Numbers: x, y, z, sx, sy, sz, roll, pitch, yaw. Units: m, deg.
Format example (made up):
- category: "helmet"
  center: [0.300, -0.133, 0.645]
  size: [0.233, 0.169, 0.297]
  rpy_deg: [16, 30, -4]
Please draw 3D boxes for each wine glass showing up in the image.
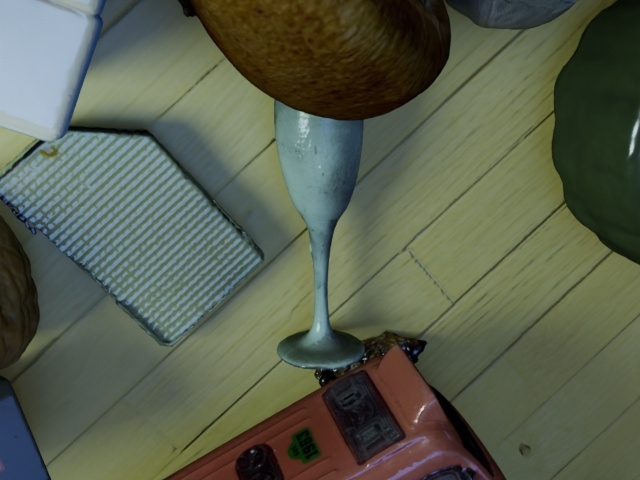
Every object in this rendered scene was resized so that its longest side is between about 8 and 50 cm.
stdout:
- category: "wine glass"
  center: [0.000, 0.000, 0.903]
  size: [0.096, 0.264, 0.310]
  rpy_deg: [0, 108, 0]

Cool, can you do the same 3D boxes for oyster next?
- category: "oyster"
  center: [0.055, 0.145, 1.091]
  size: [0.086, 0.029, 0.132]
  rpy_deg: [41, 94, -24]

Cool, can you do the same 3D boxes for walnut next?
- category: "walnut"
  center: [-0.344, 0.044, 0.871]
  size: [0.155, 0.155, 0.184]
  rpy_deg: [-17, 108, -12]

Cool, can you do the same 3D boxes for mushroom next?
- category: "mushroom"
  center: [0.001, -0.275, 0.770]
  size: [0.259, 0.345, 0.345]
  rpy_deg: [-35, 116, 24]

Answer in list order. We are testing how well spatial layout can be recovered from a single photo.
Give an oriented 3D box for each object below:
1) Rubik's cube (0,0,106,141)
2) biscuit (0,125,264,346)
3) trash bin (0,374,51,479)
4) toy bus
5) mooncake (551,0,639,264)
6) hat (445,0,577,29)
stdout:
- category: "Rubik's cube"
  center: [-0.294, -0.275, 0.707]
  size: [0.291, 0.290, 0.292]
  rpy_deg: [15, 103, -21]
- category: "biscuit"
  center: [-0.189, -0.020, 0.951]
  size: [0.150, 0.052, 0.252]
  rpy_deg: [-45, 116, -4]
- category: "trash bin"
  center: [-0.385, 0.217, 0.871]
  size: [0.225, 0.165, 0.115]
  rpy_deg: [-22, 97, -23]
- category: "toy bus"
  center: [-0.018, 0.305, 1.006]
  size: [0.426, 0.203, 0.233]
  rpy_deg: [-30, 124, -3]
- category: "mooncake"
  center: [0.434, -0.126, 1.036]
  size: [0.356, 0.194, 0.357]
  rpy_deg: [-7, 113, -16]
- category: "hat"
  center: [0.155, -0.331, 0.904]
  size: [0.232, 0.161, 0.275]
  rpy_deg: [-36, 96, -48]
